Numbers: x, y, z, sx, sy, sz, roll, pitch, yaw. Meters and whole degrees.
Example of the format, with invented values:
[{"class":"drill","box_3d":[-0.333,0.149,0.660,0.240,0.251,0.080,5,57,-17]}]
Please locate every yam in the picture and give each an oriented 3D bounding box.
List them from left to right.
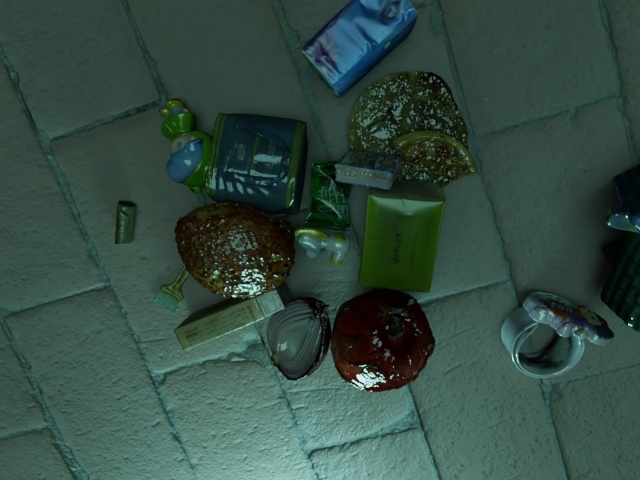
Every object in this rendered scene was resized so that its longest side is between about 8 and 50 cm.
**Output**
[{"class":"yam","box_3d":[-0.600,-0.054,1.373,0.054,0.054,0.132,12,103,2]}]

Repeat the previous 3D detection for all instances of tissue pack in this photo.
[{"class":"tissue pack","box_3d":[0.099,-0.511,1.147,0.263,0.198,0.146,-41,95,11]},{"class":"tissue pack","box_3d":[0.128,-0.191,1.195,0.155,0.115,0.065,11,125,19]},{"class":"tissue pack","box_3d":[0.218,-0.015,1.238,0.201,0.167,0.274,6,115,5]}]

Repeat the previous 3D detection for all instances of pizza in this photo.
[{"class":"pizza","box_3d":[0.314,-0.230,1.206,0.247,0.058,0.127,30,102,-6]}]

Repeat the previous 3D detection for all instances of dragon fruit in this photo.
[{"class":"dragon fruit","box_3d":[0.167,0.280,1.254,0.296,0.301,0.295,4,72,-13]}]

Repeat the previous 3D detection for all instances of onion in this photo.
[{"class":"onion","box_3d":[-0.034,0.274,1.331,0.283,0.120,0.227,-49,56,31]}]

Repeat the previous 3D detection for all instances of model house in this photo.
[{"class":"model house","box_3d":[0.923,-0.009,1.144,0.401,0.395,0.444,10,121,18]}]

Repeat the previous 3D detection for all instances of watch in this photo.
[{"class":"watch","box_3d":[0.671,0.291,1.291,0.244,0.196,0.231,14,110,-2]}]

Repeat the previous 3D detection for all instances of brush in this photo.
[{"class":"brush","box_3d":[-0.445,0.125,1.422,0.083,0.010,0.218,33,101,-3]}]

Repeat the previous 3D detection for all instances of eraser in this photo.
[{"class":"eraser","box_3d":[-0.262,0.220,1.362,0.344,0.144,0.078,-24,98,8]}]

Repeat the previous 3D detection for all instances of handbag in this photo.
[{"class":"handbag","box_3d":[-0.163,-0.208,1.215,0.241,0.222,0.262,6,87,1]}]

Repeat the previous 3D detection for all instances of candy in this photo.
[{"class":"candy","box_3d":[0.031,-0.130,1.295,0.142,0.078,0.203,6,100,-10]}]

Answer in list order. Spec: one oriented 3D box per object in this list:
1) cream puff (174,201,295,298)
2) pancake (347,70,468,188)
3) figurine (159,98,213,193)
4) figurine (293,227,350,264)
[{"class":"cream puff","box_3d":[-0.235,0.042,1.235,0.351,0.350,0.228,11,71,2]},{"class":"pancake","box_3d":[0.241,-0.292,1.254,0.357,0.065,0.355,0,104,-1]},{"class":"figurine","box_3d":[-0.375,-0.269,1.267,0.162,0.143,0.263,-28,81,36]},{"class":"figurine","box_3d":[-0.002,0.003,1.309,0.178,0.129,0.109,8,64,10]}]
